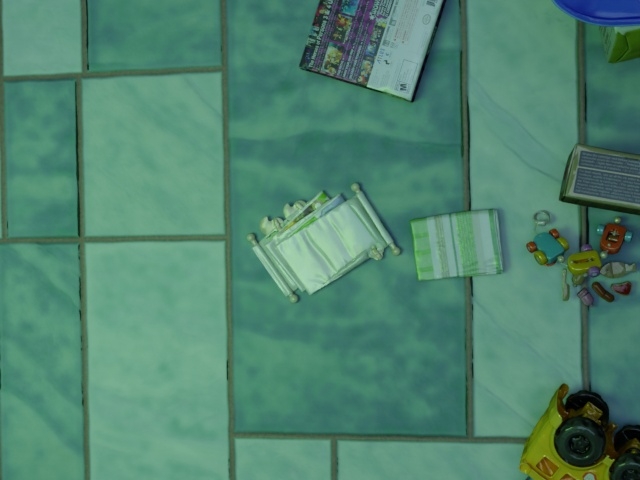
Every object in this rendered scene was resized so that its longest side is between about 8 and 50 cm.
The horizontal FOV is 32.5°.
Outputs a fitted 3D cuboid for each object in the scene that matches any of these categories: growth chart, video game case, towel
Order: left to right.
[{"bbox_3d":[0.000,0.000,1.938,0.237,0.021,0.171,-28,85,10],"label":"growth chart"},{"bbox_3d":[0.096,-0.378,1.902,0.210,0.042,0.232,18,94,10],"label":"video game case"},{"bbox_3d":[0.236,0.008,1.895,0.152,0.023,0.113,-7,88,13],"label":"towel"}]

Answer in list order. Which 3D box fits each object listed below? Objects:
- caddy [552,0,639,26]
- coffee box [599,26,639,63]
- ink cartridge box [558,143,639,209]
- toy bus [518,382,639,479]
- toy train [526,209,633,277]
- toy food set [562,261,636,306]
[{"bbox_3d":[0.434,-0.410,1.431,0.342,0.179,0.241,0,116,13],"label":"caddy"},{"bbox_3d":[0.569,-0.482,1.657,0.338,0.338,0.334,-13,88,12],"label":"coffee box"},{"bbox_3d":[0.483,-0.089,1.734,0.193,0.235,0.088,11,93,10],"label":"ink cartridge box"},{"bbox_3d":[0.432,0.381,1.808,0.220,0.149,0.211,34,110,6],"label":"toy bus"},{"bbox_3d":[0.431,0.009,1.841,0.166,0.046,0.125,12,57,19],"label":"toy train"},{"bbox_3d":[0.469,0.074,1.850,0.122,0.019,0.077,0,91,5],"label":"toy food set"}]
